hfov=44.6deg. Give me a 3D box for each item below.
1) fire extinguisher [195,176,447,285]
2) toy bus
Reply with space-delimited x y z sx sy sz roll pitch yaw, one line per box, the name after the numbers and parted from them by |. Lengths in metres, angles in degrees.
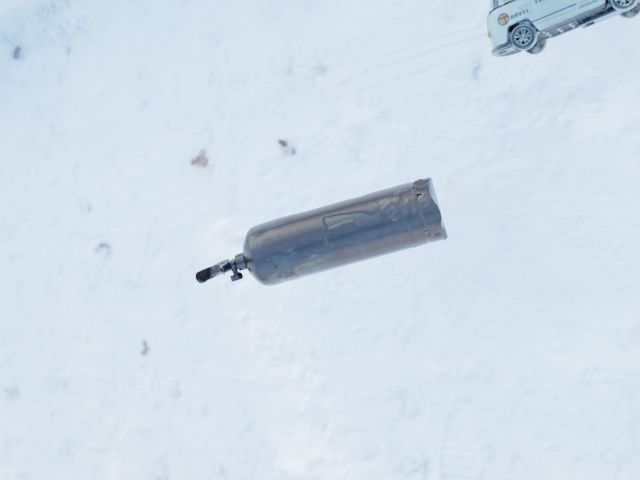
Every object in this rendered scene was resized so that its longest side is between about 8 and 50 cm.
0.000 0.000 0.848 0.268 0.089 0.072 -15 97 7 | fire extinguisher
0.279 -0.275 0.885 0.194 0.087 0.089 -18 90 28 | toy bus
